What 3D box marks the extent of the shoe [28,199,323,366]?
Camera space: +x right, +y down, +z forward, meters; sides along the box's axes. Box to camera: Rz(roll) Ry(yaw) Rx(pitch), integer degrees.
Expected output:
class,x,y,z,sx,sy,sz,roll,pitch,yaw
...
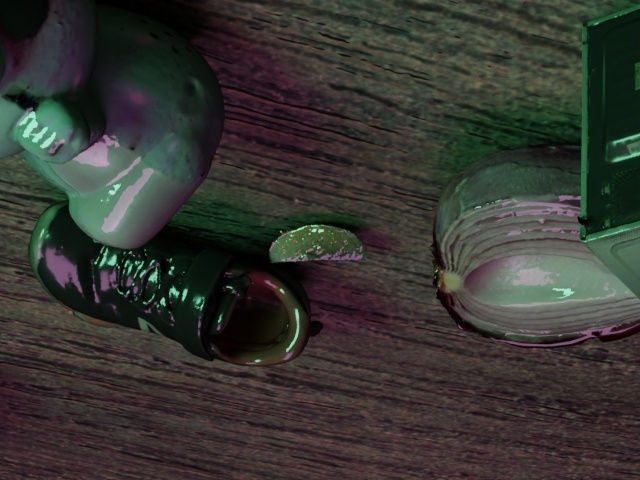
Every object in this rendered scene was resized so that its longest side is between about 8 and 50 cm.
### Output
class,x,y,z,sx,sy,sz,roll,pitch,yaw
shoe,-0.129,0.052,1.584,0.291,0.114,0.137,18,-175,-21

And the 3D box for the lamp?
class,x,y,z,sx,sy,sz,roll,pitch,yaw
lamp,-0.199,-0.147,1.258,0.247,0.247,0.301,-46,136,14

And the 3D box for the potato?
class,x,y,z,sx,sy,sz,roll,pitch,yaw
potato,-0.001,-0.001,1.602,0.093,0.036,0.037,-2,104,12

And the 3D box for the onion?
class,x,y,z,sx,sy,sz,roll,pitch,yaw
onion,0.237,-0.002,1.477,0.283,0.120,0.227,6,147,6

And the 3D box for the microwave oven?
class,x,y,z,sx,sy,sz,roll,pitch,yaw
microwave oven,0.282,-0.066,1.291,0.129,0.205,0.163,-16,143,31
